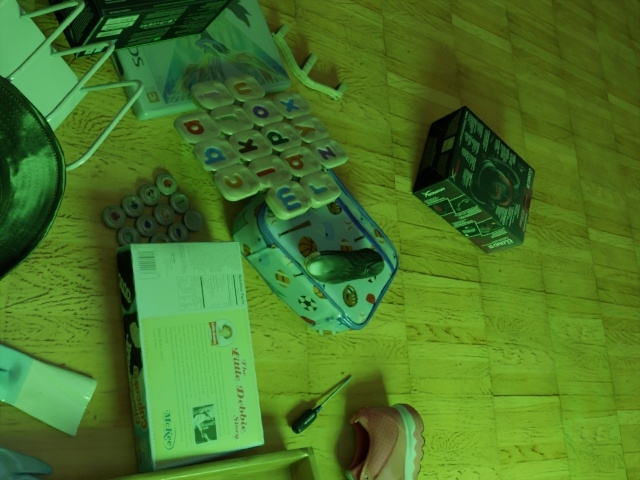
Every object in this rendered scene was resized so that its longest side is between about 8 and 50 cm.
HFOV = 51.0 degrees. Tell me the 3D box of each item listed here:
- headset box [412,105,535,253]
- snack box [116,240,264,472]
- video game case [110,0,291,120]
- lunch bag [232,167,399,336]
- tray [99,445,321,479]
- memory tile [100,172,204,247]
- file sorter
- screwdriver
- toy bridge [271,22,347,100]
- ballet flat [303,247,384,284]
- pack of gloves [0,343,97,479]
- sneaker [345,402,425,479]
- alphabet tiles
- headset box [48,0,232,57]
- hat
[{"bbox_3d":[0.366,-0.125,1.530,0.293,0.110,0.218,34,57,-26],"label":"headset box"},{"bbox_3d":[-0.194,0.163,1.010,0.187,0.060,0.322,-1,79,-39],"label":"snack box"},{"bbox_3d":[-0.231,-0.381,1.179,0.329,0.036,0.300,-23,91,-41],"label":"video game case"},{"bbox_3d":[0.000,0.000,1.195,0.303,0.115,0.243,51,49,-16],"label":"lunch bag"},{"bbox_3d":[-0.161,0.416,0.914,0.410,0.076,0.203,5,56,-39],"label":"tray"},{"bbox_3d":[-0.260,-0.033,1.058,0.148,0.012,0.113,-42,103,-40],"label":"memory tile"},{"bbox_3d":[-0.394,-0.243,0.849,0.278,0.173,0.193,57,47,-39],"label":"file sorter"},{"bbox_3d":[0.010,0.284,1.169,0.025,0.024,0.170,45,44,19],"label":"screwdriver"},{"bbox_3d":[-0.028,-0.347,1.339,0.188,0.026,0.063,40,56,-22],"label":"toy bridge"},{"bbox_3d":[0.036,0.039,1.113,0.173,0.049,0.058,2,118,-43],"label":"ballet flat"},{"bbox_3d":[-0.412,0.223,0.830,0.232,0.046,0.195,30,58,-28],"label":"pack of gloves"},{"bbox_3d":[0.100,0.436,1.153,0.136,0.116,0.314,13,61,-25],"label":"sneaker"},{"bbox_3d":[-0.093,-0.163,1.125,0.278,0.021,0.284,-25,72,-42],"label":"alphabet tiles"},{"bbox_3d":[-0.310,-0.456,1.031,0.246,0.131,0.283,-28,94,-40],"label":"headset box"},{"bbox_3d":[-0.444,-0.038,0.726,0.331,0.134,0.331,-11,118,-21],"label":"hat"}]
